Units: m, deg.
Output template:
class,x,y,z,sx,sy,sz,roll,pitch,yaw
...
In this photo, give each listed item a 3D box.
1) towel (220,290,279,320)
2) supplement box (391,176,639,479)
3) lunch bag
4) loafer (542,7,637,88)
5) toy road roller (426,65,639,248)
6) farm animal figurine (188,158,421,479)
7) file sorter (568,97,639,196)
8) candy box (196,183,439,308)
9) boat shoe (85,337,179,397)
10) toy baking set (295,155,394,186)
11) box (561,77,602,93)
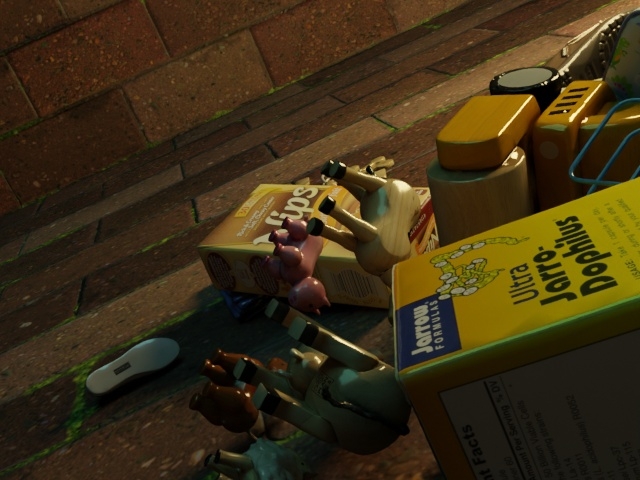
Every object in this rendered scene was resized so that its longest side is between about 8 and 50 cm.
class,x,y,z,sx,sy,sz,roll,pitch,yaw
towel,-0.010,0.017,1.386,0.336,0.040,0.243,-25,18,-10
supplement box,0.255,0.079,0.656,0.357,0.194,0.195,-20,20,12
lunch bag,0.480,-0.205,1.073,0.090,0.176,0.219,-35,59,-24
loafer,0.464,-0.310,1.521,0.366,0.133,0.130,-34,22,-26
toy road roller,0.301,-0.086,1.045,0.241,0.202,0.329,5,32,35
farm animal figurine,0.019,0.108,0.850,0.330,0.172,0.326,-57,17,14
file sorter,0.333,-0.040,0.807,0.118,0.170,0.104,-52,33,-17
candy box,0.000,0.000,1.230,0.317,0.087,0.183,4,37,34
boat shoe,-0.272,0.185,1.223,0.142,0.049,0.040,-24,-20,-15
toy baking set,0.035,-0.105,1.653,0.256,0.030,0.197,-10,21,33
box,0.366,-0.171,1.311,0.275,0.113,0.094,-8,24,35
